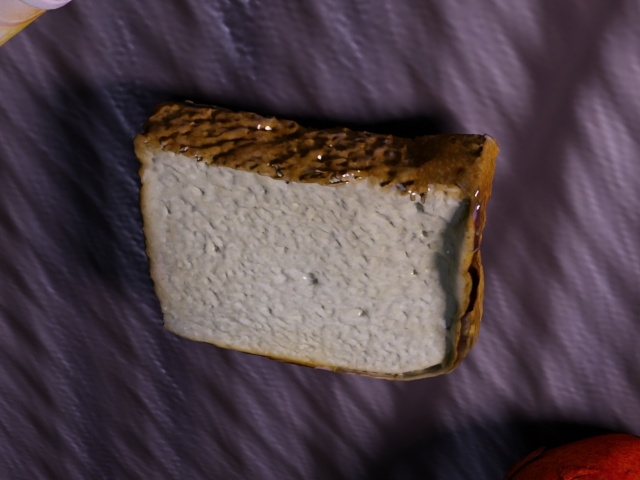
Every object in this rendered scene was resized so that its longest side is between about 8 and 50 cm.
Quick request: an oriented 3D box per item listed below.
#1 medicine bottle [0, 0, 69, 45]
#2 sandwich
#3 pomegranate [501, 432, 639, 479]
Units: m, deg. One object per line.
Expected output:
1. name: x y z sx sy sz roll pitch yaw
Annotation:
1. medicine bottle: -0.248 -0.153 1.172 0.074 0.074 0.218 40 134 -23
2. sandwich: 0.000 -0.001 1.239 0.251 0.087 0.226 9 135 11
3. pomegranate: 0.231 0.258 1.357 0.210 0.210 0.235 8 163 9
